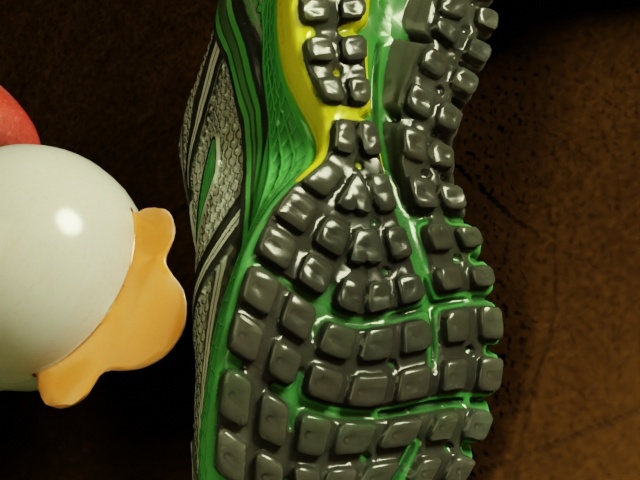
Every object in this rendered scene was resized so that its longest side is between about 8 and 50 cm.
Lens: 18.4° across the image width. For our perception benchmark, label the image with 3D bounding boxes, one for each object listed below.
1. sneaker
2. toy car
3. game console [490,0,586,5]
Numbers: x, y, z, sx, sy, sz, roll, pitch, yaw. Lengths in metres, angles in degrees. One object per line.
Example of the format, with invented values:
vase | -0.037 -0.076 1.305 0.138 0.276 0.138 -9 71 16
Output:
sneaker | 0.000 0.000 0.913 0.146 0.134 0.344 -28 50 56
toy car | -0.167 0.024 0.916 0.238 0.219 0.210 20 74 37
game console | 0.175 -0.279 1.008 0.213 0.044 0.361 -6 59 28
